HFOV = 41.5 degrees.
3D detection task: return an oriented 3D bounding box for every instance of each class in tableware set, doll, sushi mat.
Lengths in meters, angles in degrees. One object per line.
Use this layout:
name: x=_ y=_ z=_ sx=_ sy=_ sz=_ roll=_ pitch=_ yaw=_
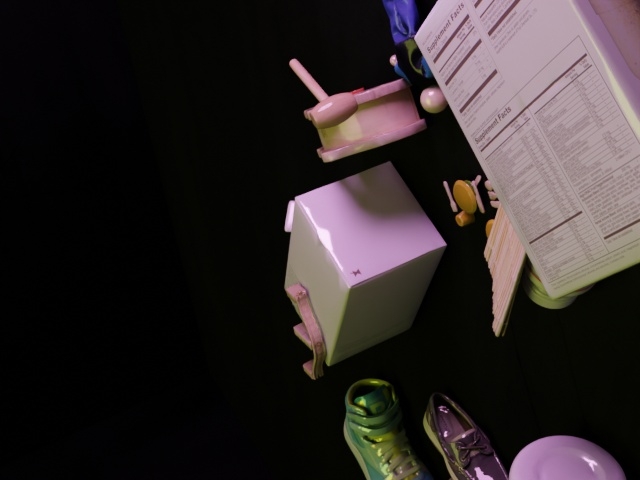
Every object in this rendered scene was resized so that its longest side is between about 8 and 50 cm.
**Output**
tableware set: x=0.222 y=-0.034 z=1.102 sx=0.154 sy=0.024 sz=0.104 roll=10 pitch=124 yaw=66
doll: x=0.121 y=-0.254 z=1.086 sx=0.129 sy=0.046 sz=0.189 roll=6 pitch=116 yaw=70
sushi mat: x=0.221 y=-0.052 z=0.924 sx=0.151 sy=0.019 sz=0.317 roll=-87 pitch=1 yaw=-48

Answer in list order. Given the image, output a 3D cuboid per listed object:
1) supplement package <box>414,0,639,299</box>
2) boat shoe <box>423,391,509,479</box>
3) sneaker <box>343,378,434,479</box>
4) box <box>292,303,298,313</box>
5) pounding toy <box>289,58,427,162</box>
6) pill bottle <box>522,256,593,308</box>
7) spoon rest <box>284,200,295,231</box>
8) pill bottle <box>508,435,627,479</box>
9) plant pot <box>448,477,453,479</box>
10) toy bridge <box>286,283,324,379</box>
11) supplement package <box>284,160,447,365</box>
supplement package: x=0.244 y=-0.127 z=0.666 sx=0.263 sy=0.199 sz=0.198 roll=64 pitch=160 yaw=10
boat shoe: x=0.237 y=0.339 z=1.387 sx=0.223 sy=0.080 sz=0.073 roll=52 pitch=161 yaw=48
sneaker: x=0.136 y=0.408 z=1.663 sx=0.319 sy=0.127 sz=0.208 roll=48 pitch=155 yaw=41
box: x=-0.001 y=0.136 z=1.804 sx=0.137 sy=0.072 sz=0.126 roll=54 pitch=157 yaw=32
pounding toy: x=0.051 y=-0.206 z=1.203 sx=0.269 sy=0.154 sz=0.155 roll=-112 pitch=2 yaw=-80
pill bottle: x=0.270 y=0.005 z=0.913 sx=0.087 sy=0.087 sz=0.160 roll=56 pitch=159 yaw=29
spoon rest: x=0.000 y=0.000 z=1.550 sx=0.276 sy=0.084 sz=0.137 roll=59 pitch=-141 yaw=-73
pill bottle: x=0.321 y=0.396 z=1.121 sx=0.146 sy=0.146 sz=0.264 roll=45 pitch=151 yaw=48
plant pot: x=0.253 y=0.448 z=1.439 sx=0.096 sy=0.109 sz=0.109 roll=49 pitch=156 yaw=14
toy bridge: x=-0.019 y=0.159 z=1.413 sx=0.063 sy=0.026 sz=0.188 roll=39 pitch=147 yaw=50
supplement package: x=0.062 y=0.045 z=1.377 sx=0.178 sy=0.175 sz=0.293 roll=60 pitch=160 yaw=24
